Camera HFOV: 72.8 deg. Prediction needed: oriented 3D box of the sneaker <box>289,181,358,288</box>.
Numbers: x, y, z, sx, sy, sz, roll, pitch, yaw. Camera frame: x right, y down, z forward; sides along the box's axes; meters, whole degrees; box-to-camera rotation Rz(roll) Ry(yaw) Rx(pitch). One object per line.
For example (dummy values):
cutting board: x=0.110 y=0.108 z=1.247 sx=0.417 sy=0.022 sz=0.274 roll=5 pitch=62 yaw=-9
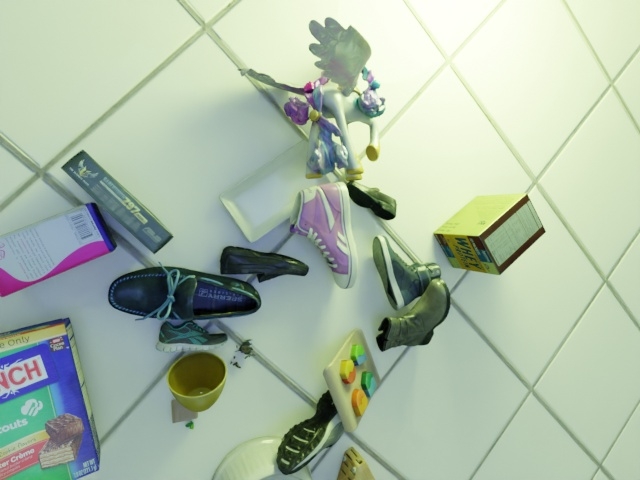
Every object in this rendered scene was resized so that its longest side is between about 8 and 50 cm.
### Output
sneaker: x=0.000 y=0.000 z=1.116 sx=0.161 sy=0.102 sz=0.282 roll=-13 pitch=98 yaw=-23

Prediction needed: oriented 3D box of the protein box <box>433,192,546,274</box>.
protein box: x=0.483 y=-0.022 z=1.255 sx=0.201 sy=0.200 sz=0.136 roll=-38 pitch=105 yaw=-15

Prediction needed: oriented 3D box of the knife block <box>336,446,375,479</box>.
knife block: x=0.152 y=0.751 z=1.233 sx=0.242 sy=0.088 sz=0.275 roll=18 pitch=86 yaw=-22

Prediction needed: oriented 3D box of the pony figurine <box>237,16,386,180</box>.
pony figurine: x=0.022 y=-0.335 z=1.047 sx=0.351 sy=0.303 sz=0.363 roll=-8 pitch=93 yaw=-53

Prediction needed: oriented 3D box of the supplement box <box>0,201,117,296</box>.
supplement box: x=-0.555 y=0.013 z=0.897 sx=0.220 sy=0.114 sz=0.111 roll=-25 pitch=103 yaw=-20

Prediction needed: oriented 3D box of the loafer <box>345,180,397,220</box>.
loafer: x=0.141 y=-0.120 z=1.199 sx=0.170 sy=0.062 sz=0.061 roll=32 pitch=60 yaw=-23

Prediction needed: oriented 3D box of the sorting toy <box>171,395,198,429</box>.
sorting toy: x=-0.332 y=0.425 z=1.062 sx=0.062 sy=0.012 sz=0.083 roll=-4 pitch=91 yaw=-26

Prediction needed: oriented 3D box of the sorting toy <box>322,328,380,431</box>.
sorting toy: x=0.096 y=0.366 z=1.161 sx=0.208 sy=0.038 sz=0.193 roll=-36 pitch=109 yaw=-54

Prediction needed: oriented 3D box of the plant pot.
plant pot: x=-0.287 y=0.346 z=1.026 sx=0.134 sy=0.134 sz=0.095 roll=-9 pitch=125 yaw=-21

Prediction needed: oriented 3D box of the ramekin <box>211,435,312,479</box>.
ramekin: x=-0.134 y=0.652 z=1.092 sx=0.273 sy=0.127 sz=0.272 roll=-1 pitch=94 yaw=-22

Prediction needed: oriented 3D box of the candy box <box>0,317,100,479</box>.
candy box: x=-0.615 y=0.345 z=0.863 sx=0.268 sy=0.122 sz=0.317 roll=-14 pitch=93 yaw=-28

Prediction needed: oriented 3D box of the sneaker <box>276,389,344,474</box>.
sneaker: x=-0.002 y=0.501 z=1.111 sx=0.271 sy=0.100 sz=0.108 roll=-29 pitch=116 yaw=-46

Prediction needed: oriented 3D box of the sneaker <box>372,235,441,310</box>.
sneaker: x=0.245 y=0.065 z=1.222 sx=0.163 sy=0.086 sz=0.226 roll=-24 pitch=109 yaw=-10

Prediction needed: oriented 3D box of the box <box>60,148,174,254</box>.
box: x=-0.414 y=-0.075 z=0.909 sx=0.059 sy=0.183 sz=0.232 roll=-47 pitch=107 yaw=-12

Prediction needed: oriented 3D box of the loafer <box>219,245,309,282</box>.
loafer: x=-0.140 y=0.068 z=1.087 sx=0.223 sy=0.076 sz=0.078 roll=10 pitch=95 yaw=-17

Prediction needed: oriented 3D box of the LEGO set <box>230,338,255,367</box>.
LEGO set: x=-0.198 y=0.283 z=1.106 sx=0.083 sy=0.023 sz=0.054 roll=-40 pitch=104 yaw=-1

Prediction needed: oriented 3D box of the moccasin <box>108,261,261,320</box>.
moccasin: x=-0.301 y=0.118 z=1.000 sx=0.342 sy=0.117 sz=0.137 roll=1 pitch=93 yaw=-22

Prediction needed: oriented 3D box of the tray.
tray: x=-0.110 y=-0.126 z=1.108 sx=0.270 sy=0.030 sz=0.145 roll=-37 pitch=106 yaw=-16

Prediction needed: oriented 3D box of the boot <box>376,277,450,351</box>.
boot: x=0.250 y=0.216 z=1.197 sx=0.161 sy=0.083 sz=0.246 roll=-3 pitch=126 yaw=-23

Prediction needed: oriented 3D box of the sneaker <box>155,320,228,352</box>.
sneaker: x=-0.304 y=0.223 z=1.037 sx=0.167 sy=0.065 sz=0.076 roll=2 pitch=88 yaw=-23
